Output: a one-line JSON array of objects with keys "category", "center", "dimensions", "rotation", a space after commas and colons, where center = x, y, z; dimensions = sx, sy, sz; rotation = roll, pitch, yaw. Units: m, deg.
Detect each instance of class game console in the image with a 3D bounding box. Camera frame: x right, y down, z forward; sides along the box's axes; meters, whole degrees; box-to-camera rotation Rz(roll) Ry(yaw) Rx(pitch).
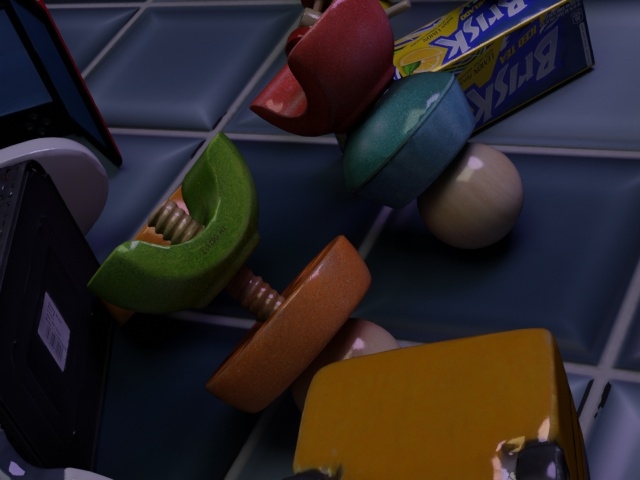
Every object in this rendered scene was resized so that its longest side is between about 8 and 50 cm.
[{"category": "game console", "center": [-0.217, -0.112, 0.891], "dimensions": [0.124, 0.144, 0.085], "rotation": [-15, 37, 9]}]

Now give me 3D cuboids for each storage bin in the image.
[{"category": "storage bin", "center": [-0.179, 0.056, 0.689], "dimensions": [0.084, 0.122, 0.180], "rotation": [-15, 38, 9]}]

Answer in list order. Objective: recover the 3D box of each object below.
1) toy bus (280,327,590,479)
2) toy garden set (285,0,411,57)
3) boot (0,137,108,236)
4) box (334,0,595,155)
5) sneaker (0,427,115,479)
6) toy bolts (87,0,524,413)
[{"category": "toy bus", "center": [0.045, 0.175, 0.433], "dimensions": [0.108, 0.130, 0.333], "rotation": [-10, 39, 14]}, {"category": "toy garden set", "center": [0.085, -0.209, 0.855], "dimensions": [0.244, 0.049, 0.204], "rotation": [-17, 40, 29]}, {"category": "boot", "center": [-0.267, -0.002, 0.820], "dimensions": [0.258, 0.095, 0.123], "rotation": [-33, 41, -8]}, {"category": "box", "center": [0.087, -0.105, 0.805], "dimensions": [0.168, 0.059, 0.054], "rotation": [-30, 39, -9]}, {"category": "sneaker", "center": [-0.137, 0.181, 0.562], "dimensions": [0.235, 0.153, 0.094], "rotation": [28, 19, 3]}, {"category": "toy bolts", "center": [0.000, 0.000, 0.705], "dimensions": [0.228, 0.158, 0.218], "rotation": [-51, 5, -18]}]
